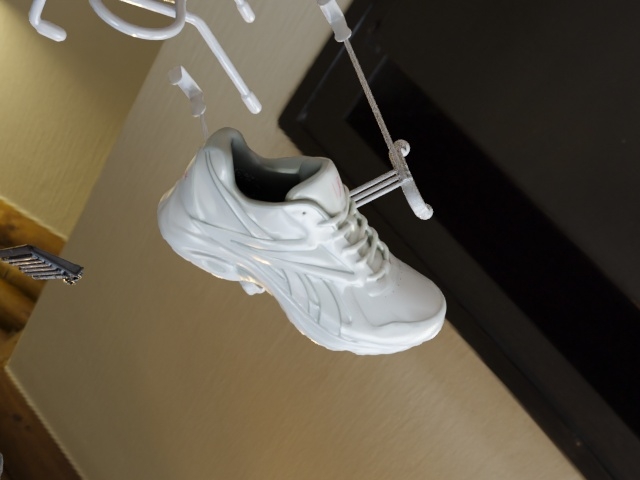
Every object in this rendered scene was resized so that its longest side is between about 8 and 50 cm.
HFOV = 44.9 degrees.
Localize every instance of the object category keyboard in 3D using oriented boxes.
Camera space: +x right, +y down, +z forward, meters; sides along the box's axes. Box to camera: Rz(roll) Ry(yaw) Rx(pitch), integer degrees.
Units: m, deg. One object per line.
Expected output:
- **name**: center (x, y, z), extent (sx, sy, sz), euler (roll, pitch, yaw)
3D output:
- **keyboard**: center (-0.384, 0.039, 1.081), extent (0.108, 0.180, 0.023), euler (28, -108, -30)

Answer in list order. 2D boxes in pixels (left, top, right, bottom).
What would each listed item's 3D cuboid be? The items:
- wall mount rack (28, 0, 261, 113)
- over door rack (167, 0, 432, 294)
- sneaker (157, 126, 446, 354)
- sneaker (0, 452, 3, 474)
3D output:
- **wall mount rack**: center (-0.197, -0.319, 0.993), extent (0.304, 0.130, 0.349), euler (14, -132, -25)
- **over door rack**: center (-0.026, -0.118, 0.955), extent (0.324, 0.240, 0.108), euler (69, -169, 23)
- **sneaker**: center (0.000, 0.000, 0.560), extent (0.232, 0.115, 0.090), euler (27, -139, -9)
- **sneaker**: center (-0.290, 0.199, 0.486), extent (0.110, 0.275, 0.107), euler (26, -150, -18)
